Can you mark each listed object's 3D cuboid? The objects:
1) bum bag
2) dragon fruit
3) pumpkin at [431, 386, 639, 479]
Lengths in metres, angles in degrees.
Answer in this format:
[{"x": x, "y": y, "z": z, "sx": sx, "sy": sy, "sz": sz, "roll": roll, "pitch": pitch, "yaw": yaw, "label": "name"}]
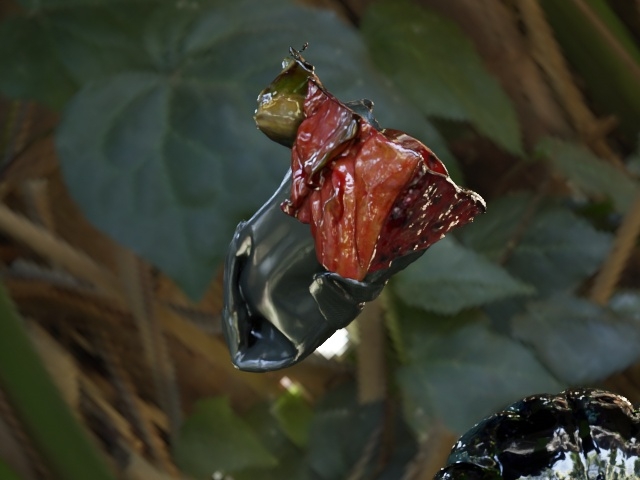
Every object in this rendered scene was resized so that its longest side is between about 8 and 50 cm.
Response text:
[{"x": 0.000, "y": 0.000, "z": 1.389, "sx": 0.080, "sy": 0.142, "sz": 0.326, "roll": -6, "pitch": -24, "yaw": -35, "label": "bum bag"}, {"x": 0.025, "y": -0.074, "z": 1.143, "sx": 0.122, "sy": 0.092, "sz": 0.192, "roll": -18, "pitch": 41, "yaw": -16, "label": "dragon fruit"}, {"x": 0.146, "y": 0.179, "z": 0.966, "sx": 0.194, "sy": 0.150, "sz": 0.194, "roll": -12, "pitch": 46, "yaw": 12, "label": "pumpkin"}]
